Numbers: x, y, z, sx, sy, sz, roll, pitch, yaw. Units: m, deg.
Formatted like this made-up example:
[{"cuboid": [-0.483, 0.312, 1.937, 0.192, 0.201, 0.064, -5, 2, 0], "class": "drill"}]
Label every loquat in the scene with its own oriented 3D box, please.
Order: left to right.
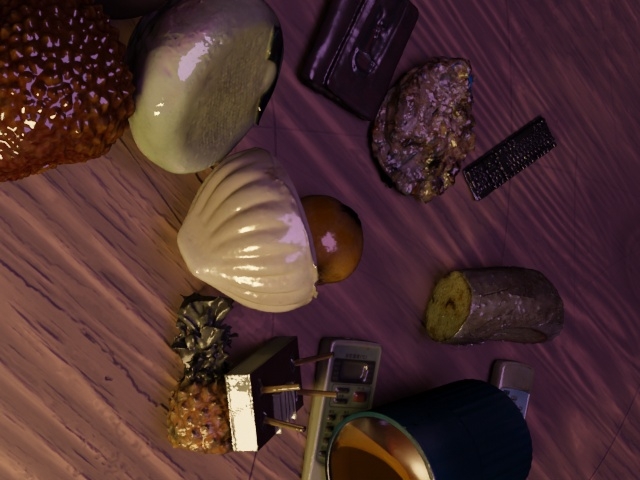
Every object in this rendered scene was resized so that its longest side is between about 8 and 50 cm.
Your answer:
[{"cuboid": [0.000, 0.000, 1.946, 0.163, 0.137, 0.163, 0, 90, -64], "class": "loquat"}]

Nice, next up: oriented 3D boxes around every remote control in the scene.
[{"cuboid": [0.036, 0.311, 2.059, 0.123, 0.038, 0.285, 11, 88, -36], "class": "remote control"}, {"cuboid": [0.353, 0.346, 2.286, 0.098, 0.038, 0.233, 15, 86, -34], "class": "remote control"}]

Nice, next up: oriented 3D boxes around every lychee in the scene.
[{"cuboid": [-0.385, -0.215, 1.591, 0.267, 0.267, 0.267, -3, 96, -35], "class": "lychee"}]

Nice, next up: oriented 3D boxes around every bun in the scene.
[{"cuboid": [-0.196, -0.252, 1.748, 0.293, 0.187, 0.293, -44, 154, -29], "class": "bun"}, {"cuboid": [-0.127, -0.001, 1.800, 0.175, 0.263, 0.263, -17, 104, -16], "class": "bun"}]

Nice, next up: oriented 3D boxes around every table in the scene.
[{"cuboid": [-0.053, 0.236, 1.870, 0.240, 0.111, 0.121, -32, 118, -71], "class": "table"}]

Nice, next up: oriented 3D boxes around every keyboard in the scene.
[{"cuboid": [0.362, -0.157, 2.258, 0.231, 0.023, 0.072, -34, 110, -28], "class": "keyboard"}]

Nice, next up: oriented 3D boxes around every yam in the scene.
[{"cuboid": [0.321, 0.120, 2.183, 0.254, 0.154, 0.154, 4, 92, -31], "class": "yam"}]

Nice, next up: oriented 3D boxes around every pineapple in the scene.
[{"cuboid": [-0.176, 0.205, 1.854, 0.128, 0.128, 0.248, 2, 90, -35], "class": "pineapple"}]

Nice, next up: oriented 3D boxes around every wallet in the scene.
[{"cuboid": [0.069, -0.336, 2.021, 0.182, 0.049, 0.229, 30, 79, -36], "class": "wallet"}]

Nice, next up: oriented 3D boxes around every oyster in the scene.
[{"cuboid": [0.194, -0.202, 2.098, 0.198, 0.092, 0.259, 31, 79, -29], "class": "oyster"}]

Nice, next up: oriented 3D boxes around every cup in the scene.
[{"cuboid": [0.195, 0.405, 2.037, 0.292, 0.242, 0.308, -14, 103, -45], "class": "cup"}]

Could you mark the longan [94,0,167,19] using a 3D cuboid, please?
[{"cuboid": [-0.292, -0.405, 1.663, 0.196, 0.220, 0.196, 7, 90, -73], "class": "longan"}]
